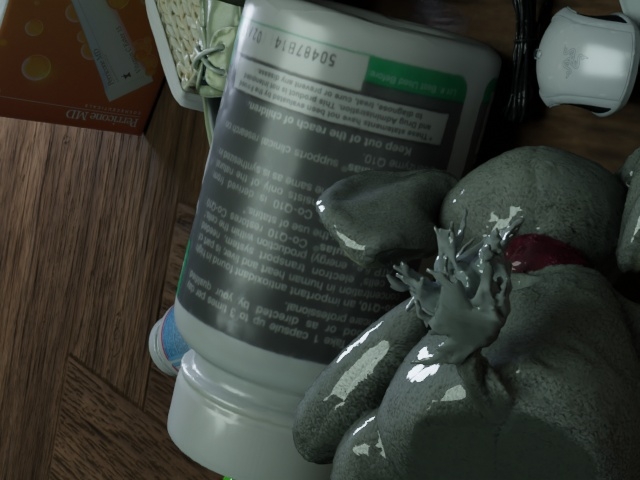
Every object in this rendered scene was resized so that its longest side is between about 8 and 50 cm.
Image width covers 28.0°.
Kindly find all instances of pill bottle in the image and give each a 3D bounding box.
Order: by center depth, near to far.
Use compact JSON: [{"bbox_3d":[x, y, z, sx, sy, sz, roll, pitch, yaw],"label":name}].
[{"bbox_3d":[0.000,0.000,1.009,0.204,0.204,0.361,32,111,55],"label":"pill bottle"},{"bbox_3d":[-0.107,0.093,1.271,0.160,0.087,0.087,-20,68,55],"label":"pill bottle"}]

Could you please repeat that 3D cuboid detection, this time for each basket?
[{"bbox_3d":[-0.093,-0.217,1.280,0.103,0.113,0.167,-48,47,37],"label":"basket"}]

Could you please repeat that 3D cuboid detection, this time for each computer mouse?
[{"bbox_3d":[0.161,-0.128,0.875,0.193,0.042,0.106,-138,57,-76],"label":"computer mouse"}]

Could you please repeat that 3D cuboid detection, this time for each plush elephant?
[{"bbox_3d":[0.126,0.058,0.792,0.271,0.255,0.330,5,129,20],"label":"plush elephant"}]

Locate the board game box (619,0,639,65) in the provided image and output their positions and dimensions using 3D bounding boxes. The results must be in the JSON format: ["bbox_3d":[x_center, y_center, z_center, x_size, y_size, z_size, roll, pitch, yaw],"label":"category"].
[{"bbox_3d":[0.300,-0.313,0.733,0.390,0.050,0.390,-40,52,48],"label":"board game box"}]

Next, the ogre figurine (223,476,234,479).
[{"bbox_3d":[-0.034,0.251,1.118,0.197,0.096,0.118,-68,29,17],"label":"ogre figurine"}]

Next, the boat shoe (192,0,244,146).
[{"bbox_3d":[-0.063,-0.150,1.136,0.109,0.094,0.302,9,117,52],"label":"boat shoe"}]

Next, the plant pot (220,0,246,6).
[{"bbox_3d":[-0.001,-0.380,0.979,0.280,0.323,0.323,-25,65,48],"label":"plant pot"}]

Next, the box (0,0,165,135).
[{"bbox_3d":[-0.270,-0.318,1.473,0.168,0.215,0.345,57,132,44],"label":"box"}]

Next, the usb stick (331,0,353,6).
[{"bbox_3d":[-0.002,-0.266,1.204,0.077,0.045,0.278,-18,70,48],"label":"usb stick"}]
